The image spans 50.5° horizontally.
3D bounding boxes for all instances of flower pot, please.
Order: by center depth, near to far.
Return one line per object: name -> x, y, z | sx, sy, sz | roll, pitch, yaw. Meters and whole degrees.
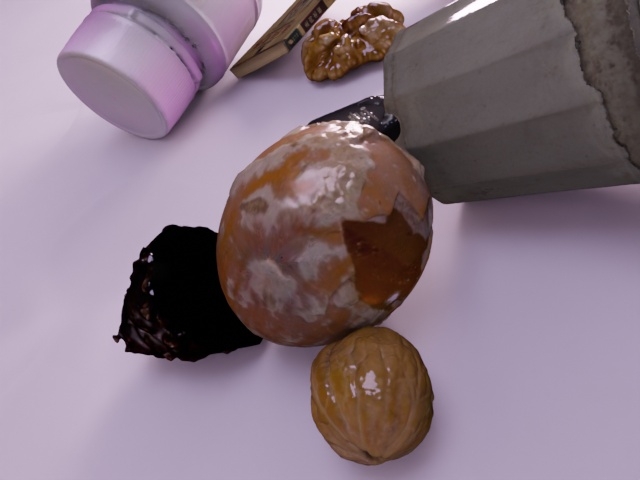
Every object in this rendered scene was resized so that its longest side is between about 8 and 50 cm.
flower pot -> 0.209, -0.151, 0.630 | 0.259, 0.290, 0.290 | -10, 42, 37

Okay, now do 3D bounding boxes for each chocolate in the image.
chocolate -> -0.152, 0.073, 0.717 | 0.133, 0.156, 0.156 | -38, 31, 34

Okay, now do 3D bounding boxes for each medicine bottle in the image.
medicine bottle -> -0.257, -0.341, 1.102 | 0.241, 0.241, 0.301 | 10, 63, 37

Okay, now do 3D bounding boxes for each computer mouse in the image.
computer mouse -> 0.050, -0.121, 0.832 | 0.192, 0.062, 0.105 | -26, 38, -6

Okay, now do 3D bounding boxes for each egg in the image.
egg -> 0.000, 0.000, 0.626 | 0.233, 0.195, 0.195 | -54, 35, 20

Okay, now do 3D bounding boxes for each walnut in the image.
walnut -> 0.042, 0.123, 0.552 | 0.105, 0.105, 0.124 | -16, 30, 15
walnut -> 0.045, -0.306, 1.026 | 0.170, 0.069, 0.142 | -21, 40, 13

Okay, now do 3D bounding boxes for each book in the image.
book -> -0.042, -0.367, 1.135 | 0.161, 0.026, 0.230 | -8, 40, 52
